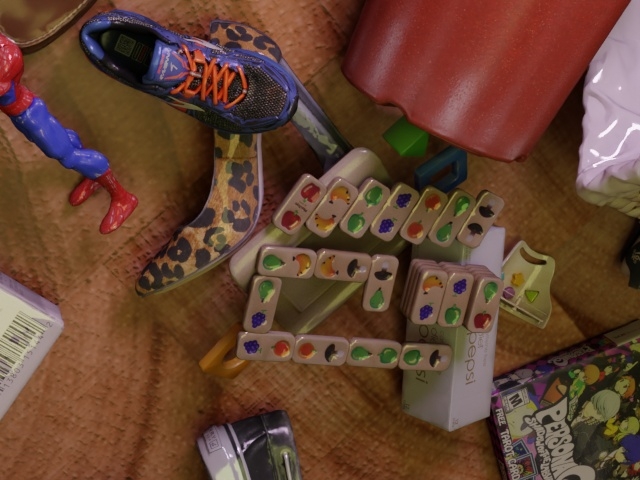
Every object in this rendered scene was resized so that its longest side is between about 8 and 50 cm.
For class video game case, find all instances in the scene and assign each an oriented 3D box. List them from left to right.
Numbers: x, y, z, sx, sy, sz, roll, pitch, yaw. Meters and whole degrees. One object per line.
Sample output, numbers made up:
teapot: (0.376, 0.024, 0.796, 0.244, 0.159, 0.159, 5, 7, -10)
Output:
video game case: (0.303, 0.232, 1.589, 0.210, 0.042, 0.232, -20, 111, -11)

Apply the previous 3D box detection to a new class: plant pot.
plant pot: (0.164, -0.231, 1.305, 0.272, 0.272, 0.265, 20, 107, -21)

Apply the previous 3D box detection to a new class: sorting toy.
sorting toy: (0.000, 0.000, 1.397, 0.347, 0.047, 0.196, -42, 151, -2)
sorting toy: (0.218, 0.042, 1.510, 0.083, 0.045, 0.075, 29, 89, -22)

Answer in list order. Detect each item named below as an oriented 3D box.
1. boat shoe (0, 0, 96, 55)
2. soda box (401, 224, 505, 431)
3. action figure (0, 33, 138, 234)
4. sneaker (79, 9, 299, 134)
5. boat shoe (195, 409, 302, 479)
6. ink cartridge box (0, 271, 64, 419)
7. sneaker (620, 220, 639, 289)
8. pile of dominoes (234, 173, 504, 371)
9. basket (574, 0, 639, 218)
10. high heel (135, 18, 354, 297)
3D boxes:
boat shoe: (-0.203, -0.294, 1.247, 0.110, 0.104, 0.307, 35, 94, -23)
soda box: (0.139, 0.085, 1.467, 0.069, 0.074, 0.216, -14, 113, -42)
action figure: (-0.283, -0.086, 1.229, 0.139, 0.091, 0.280, -44, 140, -13)
sneaker: (-0.127, -0.152, 1.276, 0.221, 0.087, 0.083, 17, 97, 9)
boat shoe: (-0.026, 0.337, 1.480, 0.119, 0.121, 0.335, -20, 109, -5)
ink cartridge box: (-0.434, 0.127, 1.326, 0.261, 0.066, 0.296, 34, 94, -22)
sneaker: (0.375, -0.024, 1.505, 0.153, 0.094, 0.235, -43, 123, -10)
pile of dominoes: (0.057, 0.039, 1.341, 0.251, 0.040, 0.196, 5, 109, -24)
basket: (0.450, -0.181, 1.308, 0.266, 0.328, 0.331, 23, 62, -27)
high heel: (-0.121, -0.080, 1.359, 0.261, 0.093, 0.186, -39, 100, 2)
